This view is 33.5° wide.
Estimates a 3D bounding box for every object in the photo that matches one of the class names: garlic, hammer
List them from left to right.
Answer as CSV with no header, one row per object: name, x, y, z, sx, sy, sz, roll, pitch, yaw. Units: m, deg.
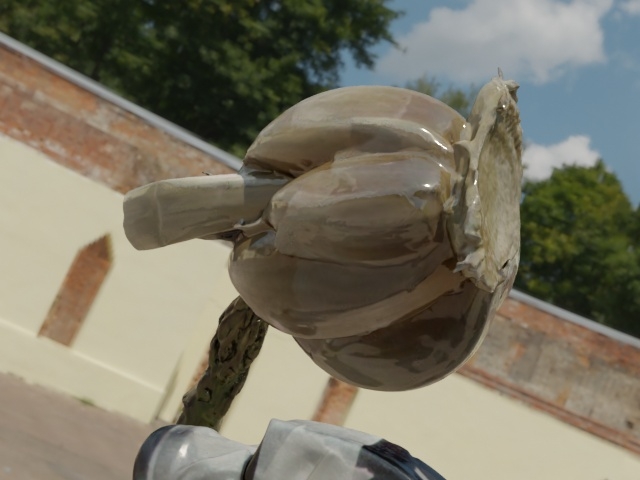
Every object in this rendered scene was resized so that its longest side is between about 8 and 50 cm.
hammer,-0.001,0.282,0.402,0.152,0.427,0.044,0,-1,29
garlic,0.000,0.000,0.474,0.194,0.131,0.127,-7,-26,18

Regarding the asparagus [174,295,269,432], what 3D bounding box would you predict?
asparagus,-0.062,0.085,0.620,0.030,0.165,0.036,22,29,-8
